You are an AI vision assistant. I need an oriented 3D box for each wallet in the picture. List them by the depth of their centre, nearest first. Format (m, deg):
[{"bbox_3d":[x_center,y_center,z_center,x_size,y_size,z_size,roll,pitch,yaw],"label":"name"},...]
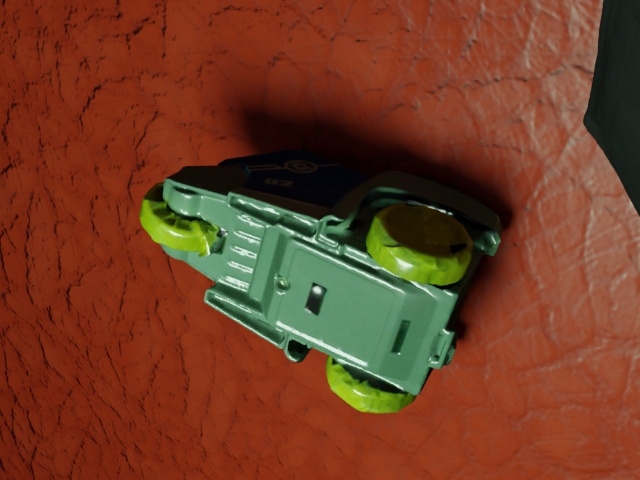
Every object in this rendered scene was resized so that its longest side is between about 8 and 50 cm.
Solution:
[{"bbox_3d":[0.282,-0.022,0.853,0.247,0.041,0.323,68,178,-65],"label":"wallet"}]

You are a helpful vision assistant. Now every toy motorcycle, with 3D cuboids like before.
[{"bbox_3d":[0.000,0.000,1.135,0.326,0.200,0.191,26,127,12],"label":"toy motorcycle"}]
